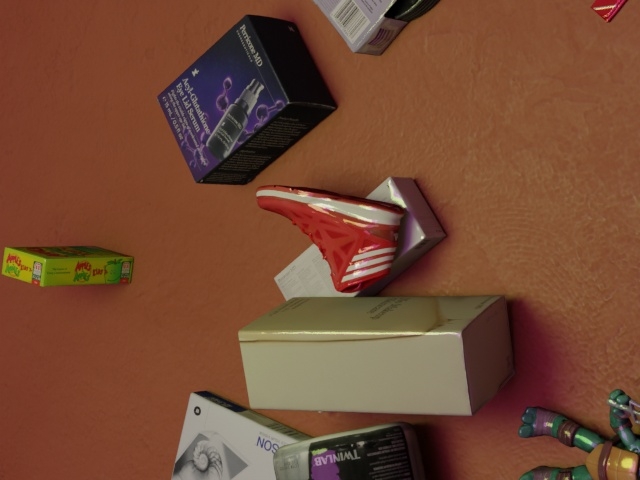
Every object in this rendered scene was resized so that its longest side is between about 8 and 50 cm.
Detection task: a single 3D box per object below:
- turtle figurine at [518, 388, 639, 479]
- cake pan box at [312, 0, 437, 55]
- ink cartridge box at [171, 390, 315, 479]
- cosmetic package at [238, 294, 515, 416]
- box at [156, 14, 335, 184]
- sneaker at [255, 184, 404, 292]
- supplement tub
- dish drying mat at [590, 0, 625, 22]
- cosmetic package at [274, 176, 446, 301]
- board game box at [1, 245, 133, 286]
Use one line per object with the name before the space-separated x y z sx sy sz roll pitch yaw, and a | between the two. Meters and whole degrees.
turtle figurine | 0.336 0.265 1.724 0.234 0.118 0.175 2 77 52
cake pan box | 0.069 -0.416 1.952 0.246 0.070 0.267 -50 62 29
ink cartridge box | -0.120 0.355 2.115 0.223 0.045 0.224 18 102 36
cosmetic package | 0.071 0.142 1.857 0.309 0.160 0.113 -3 103 27
box | -0.106 -0.194 2.061 0.207 0.108 0.153 -39 67 31
sneaker | 0.000 0.000 1.919 0.221 0.087 0.128 12 96 37
supplement tub | 0.059 0.402 1.887 0.193 0.193 0.316 -17 80 36
dish drying mat | 0.360 -0.304 1.767 0.032 0.008 0.083 50 118 27
cosmetic package | 0.051 0.023 1.972 0.239 0.060 0.099 -41 70 30
board game box | -0.380 0.038 2.225 0.092 0.181 0.043 14 99 36
